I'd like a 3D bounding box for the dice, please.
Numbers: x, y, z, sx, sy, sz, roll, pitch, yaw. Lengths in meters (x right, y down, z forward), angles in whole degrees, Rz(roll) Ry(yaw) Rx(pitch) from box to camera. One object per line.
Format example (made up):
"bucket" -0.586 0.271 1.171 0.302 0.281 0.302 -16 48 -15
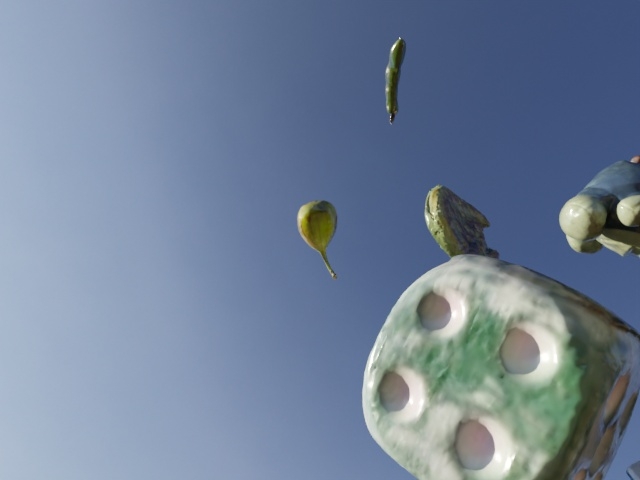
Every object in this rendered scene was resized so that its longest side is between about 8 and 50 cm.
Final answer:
"dice" 0.297 0.241 0.821 0.328 0.348 0.330 24 -5 42

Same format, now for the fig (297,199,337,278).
"fig" -0.008 -0.006 1.044 0.093 0.166 0.093 2 -17 1

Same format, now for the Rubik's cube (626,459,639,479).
"Rubik's cube" 0.686 0.441 0.688 0.291 0.290 0.291 -35 -89 11

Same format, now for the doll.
"doll" 0.462 -0.002 0.648 0.154 0.258 0.228 -54 -32 6

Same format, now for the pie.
"pie" 0.411 -0.037 1.457 0.302 0.302 0.067 38 -49 -23

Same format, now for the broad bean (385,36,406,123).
"broad bean" 0.192 -0.414 1.287 0.039 0.069 0.226 -10 -49 -8
